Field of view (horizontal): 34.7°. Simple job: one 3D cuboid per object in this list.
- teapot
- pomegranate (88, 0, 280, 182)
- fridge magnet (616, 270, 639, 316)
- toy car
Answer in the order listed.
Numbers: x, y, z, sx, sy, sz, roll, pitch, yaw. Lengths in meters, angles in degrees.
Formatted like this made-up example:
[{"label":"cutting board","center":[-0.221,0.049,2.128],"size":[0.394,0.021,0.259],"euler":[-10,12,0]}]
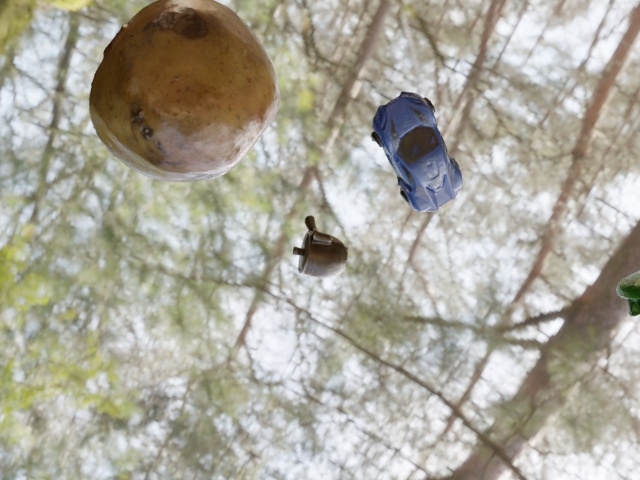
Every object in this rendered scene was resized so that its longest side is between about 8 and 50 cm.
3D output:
[{"label":"teapot","center":[0.000,0.000,1.526],"size":[0.080,0.085,0.110],"euler":[12,-137,-12]},{"label":"pomegranate","center":[-0.194,-0.220,1.483],"size":[0.281,0.281,0.281],"euler":[22,-154,-11]},{"label":"fridge magnet","center":[0.598,0.080,1.694],"size":[0.208,0.088,0.208],"euler":[-8,-177,0]},{"label":"toy car","center":[0.149,-0.129,1.533],"size":[0.063,0.103,0.216],"euler":[53,176,48]}]
